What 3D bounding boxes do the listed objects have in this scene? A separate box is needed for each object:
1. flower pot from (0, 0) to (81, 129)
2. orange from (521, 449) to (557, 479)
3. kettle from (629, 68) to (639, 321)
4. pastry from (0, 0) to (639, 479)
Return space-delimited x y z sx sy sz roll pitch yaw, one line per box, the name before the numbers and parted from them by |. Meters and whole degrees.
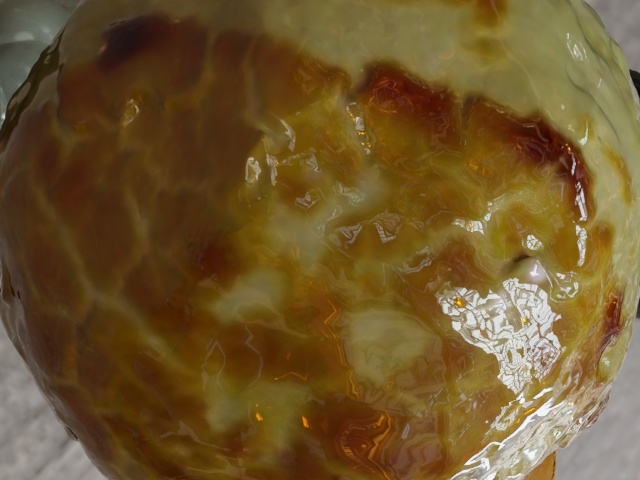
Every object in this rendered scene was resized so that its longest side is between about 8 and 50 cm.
flower pot | -0.329 -0.171 1.818 0.246 0.195 0.246 -43 152 -29
orange | 0.132 0.237 1.697 0.246 0.246 0.246 -39 150 -28
kettle | 0.229 -0.056 1.446 0.207 0.271 0.250 19 78 -85
pastry | 0.000 0.000 0.871 0.312 0.389 0.388 -88 -160 -66
